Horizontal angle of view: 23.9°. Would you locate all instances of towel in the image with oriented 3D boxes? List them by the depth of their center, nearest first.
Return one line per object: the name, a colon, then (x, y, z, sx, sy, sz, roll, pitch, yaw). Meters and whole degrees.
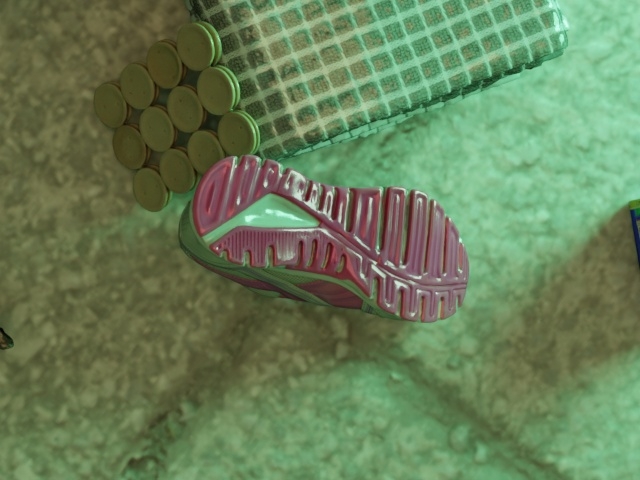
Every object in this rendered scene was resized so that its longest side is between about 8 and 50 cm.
towel: (0.037, -0.207, 1.176, 0.284, 0.121, 0.235, -22, 90, -5)

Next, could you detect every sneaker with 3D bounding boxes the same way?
sneaker: (0.000, 0.000, 1.179, 0.252, 0.111, 0.103, 19, 77, -25)

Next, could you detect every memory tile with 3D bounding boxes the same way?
memory tile: (-0.112, -0.094, 1.167, 0.012, 0.148, 0.113, -25, 89, -48)

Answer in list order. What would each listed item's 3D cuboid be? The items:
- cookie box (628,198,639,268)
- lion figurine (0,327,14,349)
cookie box: (0.284, 0.015, 1.199, 0.040, 0.092, 0.107, -8, 88, -7)
lion figurine: (-0.442, 0.007, 1.129, 0.240, 0.142, 0.392, -42, 95, 3)
